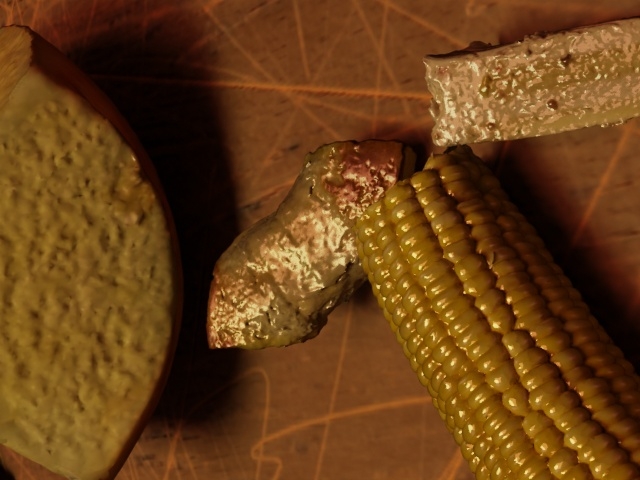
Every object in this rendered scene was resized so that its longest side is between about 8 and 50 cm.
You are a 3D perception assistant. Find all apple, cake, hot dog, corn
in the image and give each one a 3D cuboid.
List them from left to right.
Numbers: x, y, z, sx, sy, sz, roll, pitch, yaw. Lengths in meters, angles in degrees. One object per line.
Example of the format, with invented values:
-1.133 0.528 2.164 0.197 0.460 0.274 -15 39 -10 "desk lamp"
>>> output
-0.236 0.017 1.066 0.309 0.252 0.314 -161 61 -68 "apple"
0.001 0.001 0.886 0.169 0.061 0.078 -43 71 22 "hot dog"
0.099 0.066 0.746 0.244 0.093 0.093 59 140 28 "corn"
0.108 -0.072 0.727 0.121 0.065 0.052 -2 100 47 "cake"
